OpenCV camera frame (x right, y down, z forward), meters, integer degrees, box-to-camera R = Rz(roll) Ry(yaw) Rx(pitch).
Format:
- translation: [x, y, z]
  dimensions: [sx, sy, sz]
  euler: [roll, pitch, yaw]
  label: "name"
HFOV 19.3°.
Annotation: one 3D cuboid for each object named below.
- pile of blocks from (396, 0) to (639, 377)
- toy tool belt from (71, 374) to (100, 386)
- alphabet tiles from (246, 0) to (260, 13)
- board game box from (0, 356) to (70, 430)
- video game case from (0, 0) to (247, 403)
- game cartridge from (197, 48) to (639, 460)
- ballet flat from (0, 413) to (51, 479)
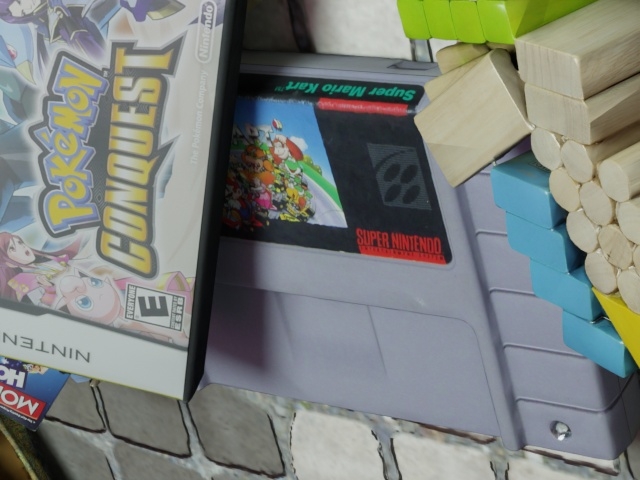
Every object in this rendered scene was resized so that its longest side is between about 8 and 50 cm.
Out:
- translation: [0.140, -0.056, 0.865]
  dimensions: [0.362, 0.112, 0.149]
  euler: [63, 152, 3]
  label: "pile of blocks"
- translation: [-0.162, 0.074, 1.270]
  dimensions: [0.052, 0.051, 0.083]
  euler: [-17, 111, 46]
  label: "toy tool belt"
- translation: [-0.113, -0.217, 0.924]
  dimensions: [0.285, 0.011, 0.342]
  euler: [29, 144, -23]
  label: "alphabet tiles"
- translation: [-0.233, 0.024, 1.157]
  dimensions: [0.194, 0.060, 0.194]
  euler: [31, 123, -7]
  label: "board game box"
- translation: [-0.174, -0.053, 1.036]
  dimensions: [0.248, 0.035, 0.275]
  euler: [13, 123, 7]
  label: "video game case"
- translation: [0.000, 0.000, 1.076]
  dimensions: [0.355, 0.068, 0.230]
  euler: [7, 131, 35]
  label: "game cartridge"
- translation: [-0.268, 0.160, 1.371]
  dimensions: [0.123, 0.123, 0.348]
  euler: [-7, 120, 42]
  label: "ballet flat"
